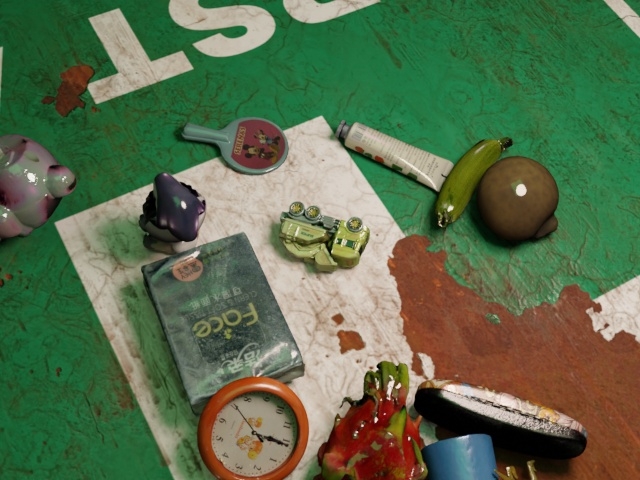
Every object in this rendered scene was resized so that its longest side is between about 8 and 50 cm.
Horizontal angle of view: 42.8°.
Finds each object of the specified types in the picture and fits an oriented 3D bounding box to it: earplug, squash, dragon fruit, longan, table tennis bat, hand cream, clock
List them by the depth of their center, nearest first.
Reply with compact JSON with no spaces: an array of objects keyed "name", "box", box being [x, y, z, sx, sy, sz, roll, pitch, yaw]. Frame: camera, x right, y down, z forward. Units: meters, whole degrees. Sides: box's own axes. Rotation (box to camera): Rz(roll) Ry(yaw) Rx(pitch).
[{"name":"earplug","box":[0.268,0.490,1.430,0.133,0.132,0.272,-7,64,-8]},{"name":"dragon fruit","box":[0.085,0.358,1.471,0.200,0.198,0.269,-27,48,31]},{"name":"clock","box":[-0.121,0.348,1.479,0.205,0.051,0.205,-1,93,-14]},{"name":"longan","box":[0.431,-0.082,1.755,0.204,0.159,0.184,35,72,-18]},{"name":"squash","box":[0.324,-0.134,1.819,0.080,0.071,0.318,28,59,21]},{"name":"table tennis bat","box":[-0.193,-0.224,1.857,0.245,0.040,0.152,12,60,-2]},{"name":"hand cream","box":[0.165,-0.199,1.860,0.276,0.059,0.095,26,60,5]}]

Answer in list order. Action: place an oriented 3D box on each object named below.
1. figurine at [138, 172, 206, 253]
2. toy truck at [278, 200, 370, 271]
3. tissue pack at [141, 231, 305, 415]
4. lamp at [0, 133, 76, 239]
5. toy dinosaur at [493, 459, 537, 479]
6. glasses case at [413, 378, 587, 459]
[{"name":"figurine","box":[-0.294,-0.043,1.639,0.146,0.222,0.145,2,65,-4]},{"name":"toy truck","box":[0.000,0.000,1.712,0.191,0.085,0.116,16,70,8]},{"name":"tissue pack","box":[-0.193,0.157,1.594,0.228,0.103,0.315,-20,63,-13]},{"name":"lamp","box":[-0.666,-0.097,1.628,0.247,0.247,0.301,24,58,39]},{"name":"toy dinosaur","box":[0.369,0.459,1.457,0.162,0.039,0.126,8,55,-51]},{"name":"glasses case","box":[0.332,0.333,1.522,0.321,0.122,0.082,16,62,5]}]
